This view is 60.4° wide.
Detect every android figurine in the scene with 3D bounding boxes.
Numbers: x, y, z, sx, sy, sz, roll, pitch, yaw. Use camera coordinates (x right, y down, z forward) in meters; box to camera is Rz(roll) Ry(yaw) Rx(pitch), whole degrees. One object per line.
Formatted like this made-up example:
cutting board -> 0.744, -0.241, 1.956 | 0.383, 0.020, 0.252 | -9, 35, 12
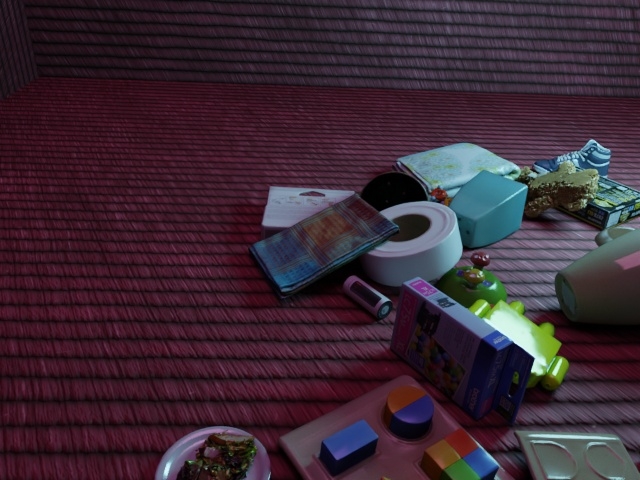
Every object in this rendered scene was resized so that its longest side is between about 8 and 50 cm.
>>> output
android figurine -> 0.431, 0.229, 1.224 | 0.248, 0.056, 0.272 | 37, 36, 18

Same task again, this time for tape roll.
tape roll -> 0.243, 0.004, 1.528 | 0.286, 0.100, 0.286 | -14, 30, 8

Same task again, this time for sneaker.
sneaker -> 1.001, -0.325, 2.186 | 0.282, 0.153, 0.099 | 11, 31, 13

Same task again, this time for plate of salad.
plate of salad -> -0.186, 0.396, 0.956 | 0.199, 0.048, 0.200 | 3, 31, -2

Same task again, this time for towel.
towel -> 0.000, 0.000, 1.527 | 0.370, 0.040, 0.271 | -29, 35, -11
towel -> 0.484, -0.253, 2.029 | 0.374, 0.090, 0.320 | -15, 30, -10

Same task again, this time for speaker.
speaker -> 0.119, 0.144, 1.407 | 0.055, 0.055, 0.136 | -19, 37, -33

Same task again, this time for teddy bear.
teddy bear -> 0.785, -0.173, 1.896 | 0.337, 0.113, 0.245 | -4, 38, 39

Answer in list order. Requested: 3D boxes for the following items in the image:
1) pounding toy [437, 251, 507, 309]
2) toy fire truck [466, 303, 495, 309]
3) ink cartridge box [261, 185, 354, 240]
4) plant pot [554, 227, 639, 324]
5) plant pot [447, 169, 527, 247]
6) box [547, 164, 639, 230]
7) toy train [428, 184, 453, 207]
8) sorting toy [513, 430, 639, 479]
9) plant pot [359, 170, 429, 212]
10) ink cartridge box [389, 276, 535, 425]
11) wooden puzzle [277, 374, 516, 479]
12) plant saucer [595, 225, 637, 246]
pounding toy -> 0.381, 0.099, 1.450 | 0.236, 0.110, 0.183 | -2, 31, -9
toy fire truck -> 0.335, 0.199, 1.339 | 0.191, 0.047, 0.135 | 7, 30, 9
ink cartridge box -> -0.030, -0.081, 1.763 | 0.296, 0.066, 0.261 | 3, 31, -1
plant pot -> 0.746, 0.107, 1.373 | 0.273, 0.257, 0.256 | -14, 31, 2
plant pot -> 0.505, -0.086, 1.734 | 0.234, 0.166, 0.165 | -29, 43, -33
box -> 0.962, -0.164, 1.985 | 0.257, 0.079, 0.322 | -18, 36, -29
toy train -> 0.388, -0.099, 1.809 | 0.125, 0.046, 0.166 | 16, 69, 44
sorting toy -> 0.517, 0.437, 0.968 | 0.307, 0.041, 0.229 | 5, 33, -9
plant pot -> 0.232, -0.132, 1.768 | 0.215, 0.216, 0.230 | 6, 16, 5
ink cartridge box -> 0.279, 0.231, 1.142 | 0.065, 0.186, 0.311 | -17, 36, -35
wooden puzzle -> 0.142, 0.385, 0.971 | 0.322, 0.081, 0.348 | -18, 36, -31
plant saucer -> 0.980, 0.004, 1.741 | 0.198, 0.036, 0.199 | 3, 30, -2
